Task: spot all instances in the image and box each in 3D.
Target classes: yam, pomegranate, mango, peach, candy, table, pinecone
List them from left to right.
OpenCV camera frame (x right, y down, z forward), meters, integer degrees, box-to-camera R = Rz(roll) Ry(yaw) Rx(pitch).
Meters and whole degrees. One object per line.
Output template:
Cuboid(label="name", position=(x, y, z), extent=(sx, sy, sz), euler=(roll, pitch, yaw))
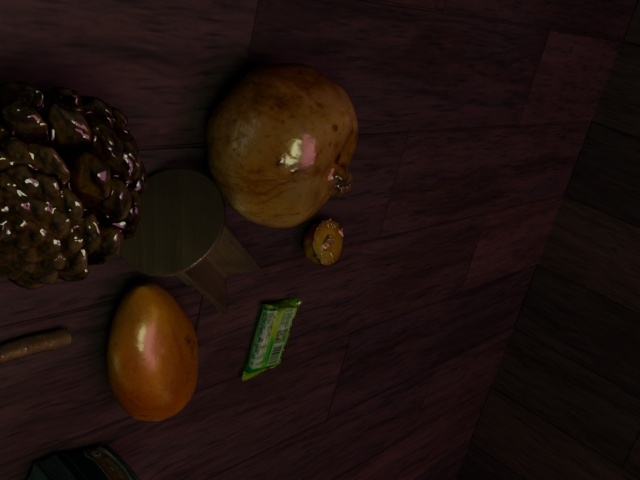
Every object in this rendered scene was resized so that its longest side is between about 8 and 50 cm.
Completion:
Cuboid(label="yam", position=(-0.420, 0.152, 1.036), extent=(0.145, 0.032, 0.032), euler=(-15, 126, -47))
Cuboid(label="pinecone", position=(-0.318, -0.063, 0.845), extent=(0.243, 0.243, 0.257), euler=(-64, -172, 6))
Cuboid(label="mango", position=(-0.267, 0.174, 1.167), extent=(0.154, 0.126, 0.252), euler=(-39, 141, -46))
Cuboid(label="table", position=(-0.187, 0.017, 1.143), extent=(0.167, 0.167, 0.227), euler=(-52, 154, -11))
Cuboid(label="candy", position=(-0.100, 0.194, 1.478), extent=(0.102, 0.032, 0.178), euler=(-6, 120, -46))
Cuboid(label="pomegranate", position=(-0.054, -0.140, 1.114), extent=(0.248, 0.248, 0.248), euler=(-32, 137, -35))
Cuboid(label="peach", position=(-0.001, 0.001, 1.438), extent=(0.098, 0.061, 0.098), euler=(-3, 94, -52))

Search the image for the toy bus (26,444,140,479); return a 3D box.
Cuboid(label="toy bus", position=(-0.413, 0.483, 1.200), extent=(0.167, 0.138, 0.275), euler=(9, 109, -52))
